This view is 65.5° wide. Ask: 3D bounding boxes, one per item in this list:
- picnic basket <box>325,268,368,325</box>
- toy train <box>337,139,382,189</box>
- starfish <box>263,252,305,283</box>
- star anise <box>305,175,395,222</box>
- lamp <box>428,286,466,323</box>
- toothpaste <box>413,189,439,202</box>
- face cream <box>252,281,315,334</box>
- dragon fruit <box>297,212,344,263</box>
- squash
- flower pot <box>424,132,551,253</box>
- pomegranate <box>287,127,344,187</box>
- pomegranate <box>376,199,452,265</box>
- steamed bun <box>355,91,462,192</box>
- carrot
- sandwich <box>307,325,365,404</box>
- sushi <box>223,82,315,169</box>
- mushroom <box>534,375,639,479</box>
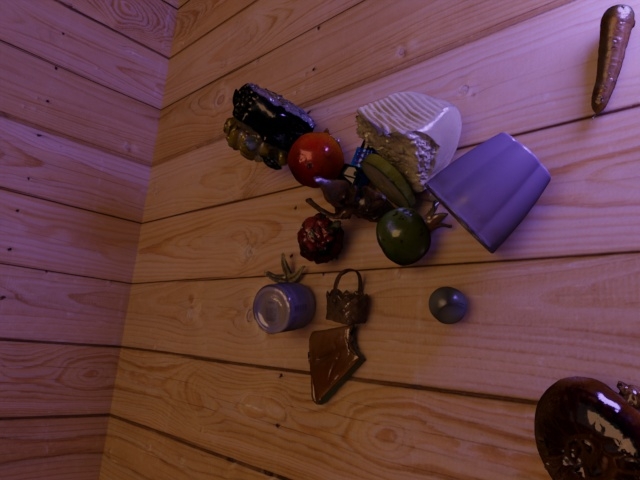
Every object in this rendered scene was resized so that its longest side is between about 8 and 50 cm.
[{"bbox_3d":[0.086,0.180,1.633,0.138,0.128,0.178,8,101,43],"label":"picnic basket"},{"bbox_3d":[0.151,-0.256,1.701,0.083,0.131,0.204,27,97,46],"label":"toy train"},{"bbox_3d":[-0.120,0.146,1.900,0.176,0.053,0.208,-33,75,33],"label":"starfish"},{"bbox_3d":[0.097,-0.119,1.621,0.350,0.292,0.109,17,69,12],"label":"star anise"},{"bbox_3d":[0.354,0.180,1.386,0.105,0.105,0.105,-16,67,41],"label":"lamp"},{"bbox_3d":[0.313,-0.155,1.578,0.194,0.043,0.067,27,100,52],"label":"toothpaste"},{"bbox_3d":[-0.133,0.240,1.789,0.177,0.153,0.177,0,89,34],"label":"face cream"},{"bbox_3d":[0.000,-0.003,1.756,0.182,0.188,0.182,-6,59,10],"label":"dragon fruit"},{"bbox_3d":[0.213,-0.185,1.567,0.041,0.219,0.219,-45,47,-3],"label":"squash"},{"bbox_3d":[0.442,-0.138,1.300,0.243,0.265,0.265,-46,49,13],"label":"flower pot"},{"bbox_3d":[-0.013,-0.305,1.832,0.210,0.210,0.235,-14,42,42],"label":"pomegranate"},{"bbox_3d":[0.278,-0.029,1.491,0.224,0.181,0.181,-27,57,11],"label":"pomegranate"},{"bbox_3d":[0.274,-0.298,1.541,0.273,0.272,0.290,-30,45,-14],"label":"steamed bun"},{"bbox_3d":[0.716,-0.436,1.242,0.078,0.078,0.298,13,90,46],"label":"carrot"},{"bbox_3d":[0.054,0.411,1.644,0.212,0.063,0.245,-18,67,39],"label":"sandwich"},{"bbox_3d":[-0.209,-0.426,1.957,0.285,0.328,0.328,-58,40,16],"label":"sushi"},{"bbox_3d":[0.586,0.423,1.037,0.297,0.163,0.278,39,106,46],"label":"mushroom"}]
